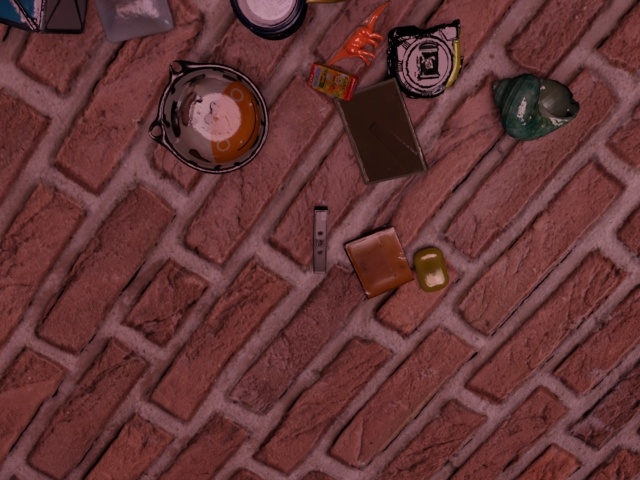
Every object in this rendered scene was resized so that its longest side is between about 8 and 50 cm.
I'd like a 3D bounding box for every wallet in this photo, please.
[{"bbox_3d":[0.172,0.061,1.629,0.161,0.042,0.196,-23,111,11],"label":"wallet"}]

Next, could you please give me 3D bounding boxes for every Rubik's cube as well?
[{"bbox_3d":[-0.680,-0.619,1.243,0.259,0.255,0.260,13,109,-7],"label":"Rubik's cube"}]

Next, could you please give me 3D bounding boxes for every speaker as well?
[{"bbox_3d":[0.000,0.000,1.596,0.040,0.046,0.191,1,110,-3],"label":"speaker"}]

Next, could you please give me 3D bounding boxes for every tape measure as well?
[{"bbox_3d":[0.268,-0.450,1.414,0.199,0.112,0.186,-7,112,2],"label":"tape measure"}]

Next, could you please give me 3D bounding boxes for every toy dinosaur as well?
[{"bbox_3d":[0.091,-0.485,1.426,0.101,0.055,0.280,34,107,-3],"label":"toy dinosaur"}]

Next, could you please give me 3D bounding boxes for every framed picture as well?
[{"bbox_3d":[0.156,-0.278,1.469,0.189,0.023,0.260,-11,112,33],"label":"framed picture"}]

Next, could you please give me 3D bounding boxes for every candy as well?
[{"bbox_3d":[-0.457,-0.567,1.366,0.174,0.071,0.138,-12,110,3],"label":"candy"},{"bbox_3d":[0.032,-0.406,1.428,0.122,0.038,0.062,23,119,10],"label":"candy"}]

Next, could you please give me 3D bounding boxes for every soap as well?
[{"bbox_3d":[0.323,0.085,1.637,0.088,0.045,0.140,-18,108,1],"label":"soap"}]

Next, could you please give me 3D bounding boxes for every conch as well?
[{"bbox_3d":[0.537,-0.351,1.449,0.202,0.134,0.196,45,62,-10],"label":"conch"}]

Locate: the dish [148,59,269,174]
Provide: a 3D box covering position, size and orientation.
[{"bbox_3d":[-0.270,-0.316,1.435,0.303,0.120,0.303,-1,109,-2],"label":"dish"}]

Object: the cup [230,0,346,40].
[{"bbox_3d":[-0.078,-0.574,1.280,0.255,0.256,0.178,-28,108,7],"label":"cup"}]
